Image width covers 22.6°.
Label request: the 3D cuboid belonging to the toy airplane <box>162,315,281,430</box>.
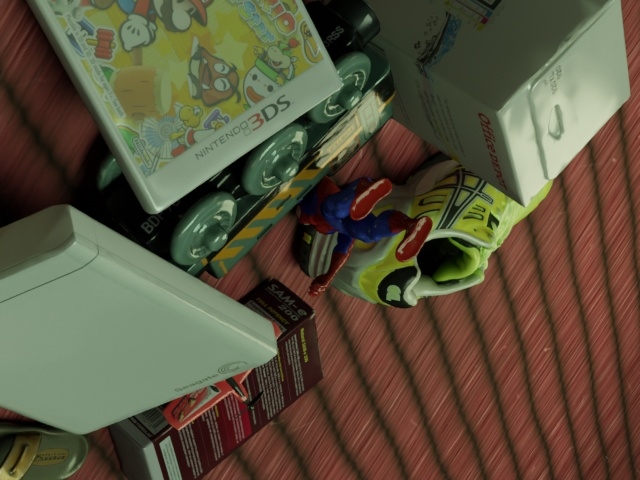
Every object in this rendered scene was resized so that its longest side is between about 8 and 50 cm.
[{"bbox_3d":[-0.118,0.117,1.613,0.151,0.151,0.028,-43,-170,-15],"label":"toy airplane"}]

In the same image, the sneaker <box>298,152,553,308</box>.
[{"bbox_3d":[0.149,-0.006,1.805,0.384,0.147,0.145,-24,138,-41],"label":"sneaker"}]

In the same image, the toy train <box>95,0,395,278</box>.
[{"bbox_3d":[-0.065,-0.081,1.460,0.334,0.142,0.190,-47,159,-10],"label":"toy train"}]

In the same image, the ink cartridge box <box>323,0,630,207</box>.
[{"bbox_3d":[0.156,-0.184,1.544,0.168,0.232,0.171,-45,149,-12],"label":"ink cartridge box"}]

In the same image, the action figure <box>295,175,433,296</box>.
[{"bbox_3d":[0.000,0.000,1.552,0.139,0.091,0.280,-47,-166,-6],"label":"action figure"}]

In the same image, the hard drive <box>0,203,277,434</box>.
[{"bbox_3d":[-0.216,0.081,1.387,0.233,0.047,0.353,-22,155,17],"label":"hard drive"}]

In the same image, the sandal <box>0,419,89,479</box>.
[{"bbox_3d":[-0.295,0.221,1.522,0.219,0.060,0.090,6,116,-56],"label":"sandal"}]

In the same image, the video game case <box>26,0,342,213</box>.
[{"bbox_3d":[-0.109,-0.170,1.283,0.206,0.026,0.227,-36,110,-23],"label":"video game case"}]

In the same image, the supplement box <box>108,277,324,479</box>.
[{"bbox_3d":[-0.109,0.162,1.702,0.239,0.073,0.130,-37,147,-23],"label":"supplement box"}]
